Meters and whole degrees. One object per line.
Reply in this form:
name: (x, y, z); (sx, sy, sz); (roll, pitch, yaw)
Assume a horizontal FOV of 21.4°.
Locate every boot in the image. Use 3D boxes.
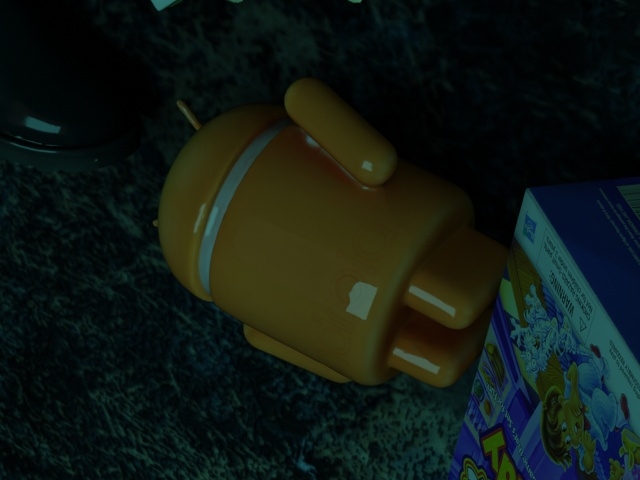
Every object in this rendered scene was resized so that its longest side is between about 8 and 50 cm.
boot: (-0.208, -0.175, 1.028); (0.246, 0.094, 0.207); (31, 132, 25)

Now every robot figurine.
robot figurine: (0.001, -0.002, 0.963); (0.219, 0.128, 0.158); (26, 166, 20)

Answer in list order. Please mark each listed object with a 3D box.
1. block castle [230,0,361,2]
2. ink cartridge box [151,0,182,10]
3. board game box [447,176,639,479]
block castle: (0.029, -0.289, 0.664); (0.303, 0.212, 0.453); (42, 153, -25)
ink cartridge box: (-0.093, -0.244, 0.927); (0.109, 0.062, 0.209); (-24, 103, 38)
board game box: (0.176, 0.167, 0.822); (0.347, 0.078, 0.233); (-116, 27, -46)
